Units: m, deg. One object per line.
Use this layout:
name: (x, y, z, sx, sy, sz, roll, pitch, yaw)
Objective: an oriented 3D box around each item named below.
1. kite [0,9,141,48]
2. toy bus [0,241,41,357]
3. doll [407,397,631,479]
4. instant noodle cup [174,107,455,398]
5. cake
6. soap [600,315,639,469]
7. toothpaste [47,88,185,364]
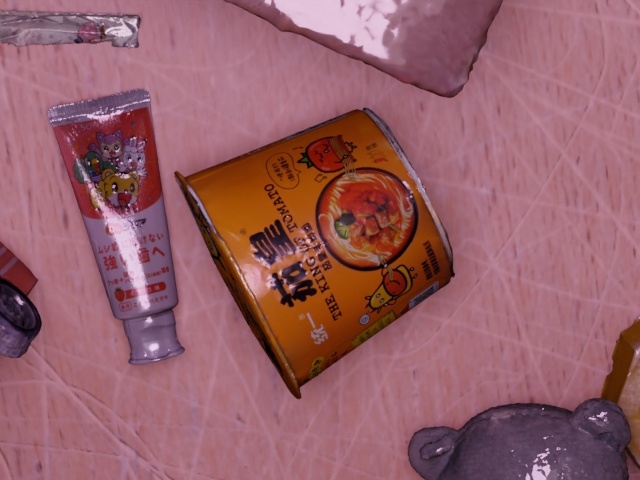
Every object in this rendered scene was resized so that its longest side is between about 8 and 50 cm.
kite: (-0.338, -0.180, 1.259, 0.368, 0.014, 0.406, 1, 101, -4)
toy bus: (-0.382, 0.089, 1.098, 0.203, 0.427, 0.233, -43, 97, 15)
doll: (0.229, 0.294, 1.292, 0.246, 0.158, 0.340, -23, 95, 18)
instant noodle cup: (0.000, 0.000, 1.222, 0.172, 0.216, 0.215, -29, 102, -6)
cake: (0.014, -0.267, 1.148, 0.309, 0.237, 0.230, 21, 97, -4)
soap: (0.351, 0.171, 1.332, 0.140, 0.073, 0.232, -36, 100, 2)
toothpaste: (-0.169, -0.010, 1.285, 0.089, 0.057, 0.234, -13, 95, -12)
